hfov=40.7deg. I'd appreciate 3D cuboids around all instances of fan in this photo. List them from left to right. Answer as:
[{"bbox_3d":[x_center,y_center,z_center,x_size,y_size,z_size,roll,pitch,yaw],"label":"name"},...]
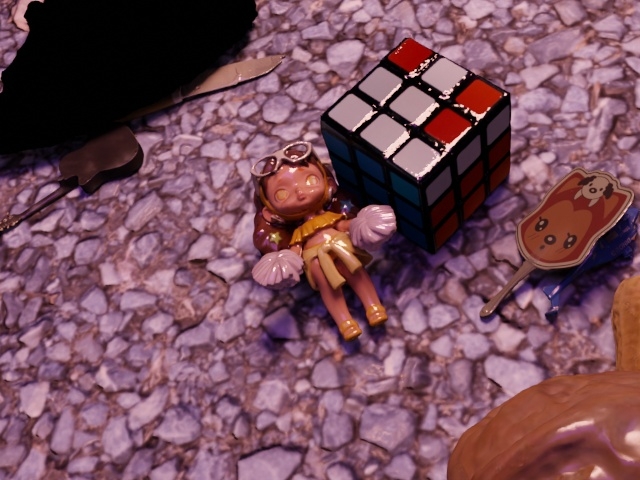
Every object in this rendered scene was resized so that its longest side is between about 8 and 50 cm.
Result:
[{"bbox_3d":[0.257,0.006,0.982,0.220,0.009,0.132,-49,28,1],"label":"fan"}]

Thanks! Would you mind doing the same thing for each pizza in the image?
[{"bbox_3d":[-0.287,-0.301,1.267,0.392,0.080,0.435,1,58,15],"label":"pizza"}]

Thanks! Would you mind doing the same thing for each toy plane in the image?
[{"bbox_3d":[0.309,0.020,0.977,0.167,0.054,0.062,-42,86,-13],"label":"toy plane"}]

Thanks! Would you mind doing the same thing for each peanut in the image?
[{"bbox_3d":[0.347,0.117,0.895,0.080,0.080,0.174,-3,63,11],"label":"peanut"}]

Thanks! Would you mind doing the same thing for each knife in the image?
[{"bbox_3d":[-0.191,-0.220,1.244,0.298,0.017,0.047,-18,52,3],"label":"knife"}]

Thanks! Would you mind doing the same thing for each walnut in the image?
[{"bbox_3d":[0.239,0.239,0.758,0.273,0.227,0.273,-7,63,14],"label":"walnut"}]

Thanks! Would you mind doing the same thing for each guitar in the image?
[{"bbox_3d":[-0.353,-0.081,1.194,0.233,0.025,0.088,-34,56,-8],"label":"guitar"}]

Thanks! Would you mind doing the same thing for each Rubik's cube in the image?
[{"bbox_3d":[0.117,-0.111,1.026,0.163,0.160,0.162,-44,61,-13],"label":"Rubik's cube"}]

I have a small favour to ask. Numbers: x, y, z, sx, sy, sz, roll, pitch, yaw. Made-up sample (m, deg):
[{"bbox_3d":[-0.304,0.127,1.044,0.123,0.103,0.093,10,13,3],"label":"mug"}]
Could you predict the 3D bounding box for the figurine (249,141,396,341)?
[{"bbox_3d":[-0.001,-0.001,1.017,0.175,0.116,0.240,-27,64,-1],"label":"figurine"}]
